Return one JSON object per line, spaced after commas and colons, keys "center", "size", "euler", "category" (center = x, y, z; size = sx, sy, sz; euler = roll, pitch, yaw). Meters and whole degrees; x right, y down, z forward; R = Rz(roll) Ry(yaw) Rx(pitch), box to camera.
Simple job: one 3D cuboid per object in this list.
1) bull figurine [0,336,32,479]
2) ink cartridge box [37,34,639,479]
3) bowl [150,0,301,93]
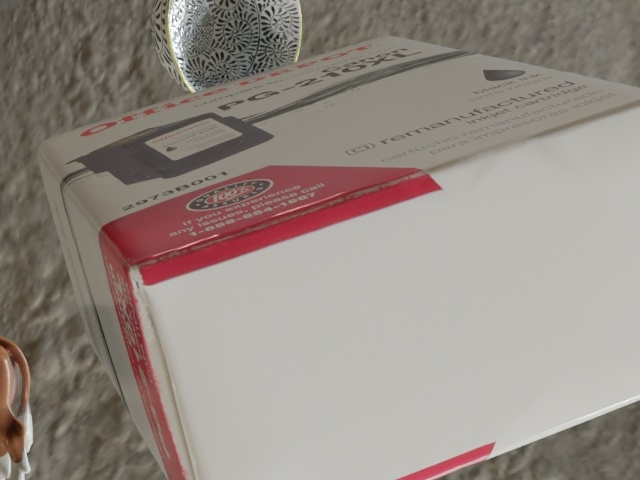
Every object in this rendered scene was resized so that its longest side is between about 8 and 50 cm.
{"center": [-0.462, 0.215, 1.551], "size": [0.310, 0.101, 0.188], "euler": [-20, 90, 10], "category": "bull figurine"}
{"center": [0.000, 0.000, 0.515], "size": [0.172, 0.237, 0.100], "euler": [-18, 107, -14], "category": "ink cartridge box"}
{"center": [-0.104, -0.203, 1.305], "size": [0.170, 0.080, 0.170], "euler": [-8, 101, -47], "category": "bowl"}
